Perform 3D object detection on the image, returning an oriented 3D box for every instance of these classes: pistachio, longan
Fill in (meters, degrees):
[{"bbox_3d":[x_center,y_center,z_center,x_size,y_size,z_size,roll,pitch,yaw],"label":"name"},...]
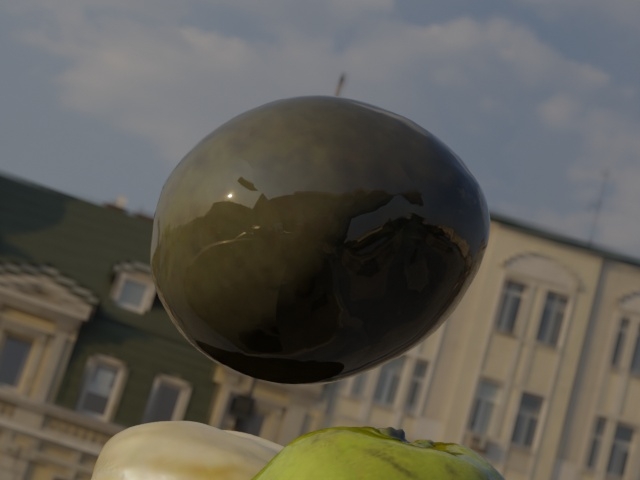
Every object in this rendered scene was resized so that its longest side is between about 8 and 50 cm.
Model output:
[{"bbox_3d":[-0.070,0.263,1.256,0.308,0.230,0.230,22,-13,24],"label":"pistachio"},{"bbox_3d":[0.000,0.000,1.110,0.248,0.248,0.248,15,-16,5],"label":"longan"}]

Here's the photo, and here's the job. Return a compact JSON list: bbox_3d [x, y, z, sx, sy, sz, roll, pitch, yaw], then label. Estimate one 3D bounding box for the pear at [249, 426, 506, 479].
[{"bbox_3d":[0.010,0.216,0.691,0.212,0.269,0.212,15,-15,4],"label":"pear"}]
